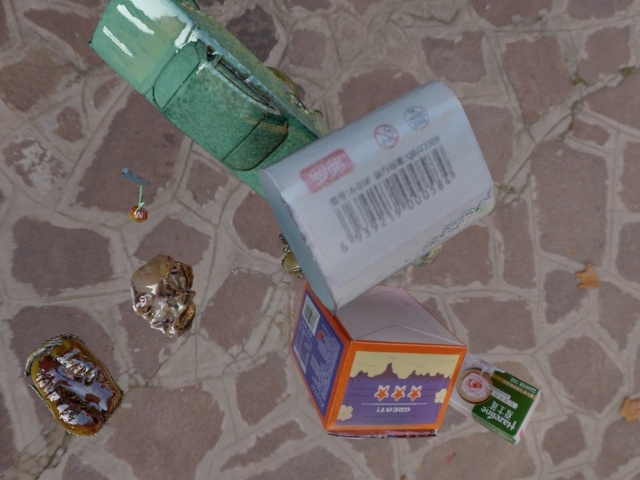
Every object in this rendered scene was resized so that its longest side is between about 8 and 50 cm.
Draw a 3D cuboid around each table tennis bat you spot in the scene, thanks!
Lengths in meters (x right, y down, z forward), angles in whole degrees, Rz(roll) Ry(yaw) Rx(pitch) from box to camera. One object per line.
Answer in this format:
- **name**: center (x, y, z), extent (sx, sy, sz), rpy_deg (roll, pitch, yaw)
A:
- **table tennis bat**: center (-0.671, -0.228, 1.694), extent (0.100, 0.155, 0.019), rpy_deg (16, 79, 6)

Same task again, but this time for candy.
- **candy**: center (-0.604, -0.127, 1.575), extent (0.061, 0.201, 0.060), rpy_deg (12, 55, -18)

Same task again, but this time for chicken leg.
- **chicken leg**: center (0.003, 0.005, 1.006), extent (0.196, 0.125, 0.080), rpy_deg (-27, 136, -7)

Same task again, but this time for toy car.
- **toy car**: center (-0.129, -0.184, 0.599), extent (0.321, 0.097, 0.141), rpy_deg (40, 123, -22)

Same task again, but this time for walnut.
- **walnut**: center (-0.427, 0.138, 1.276), extent (0.141, 0.204, 0.238), rpy_deg (-4, 123, 5)

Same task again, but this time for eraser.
- **eraser**: center (0.068, -0.050, 0.520), extent (0.227, 0.081, 0.174), rpy_deg (-31, 107, -17)

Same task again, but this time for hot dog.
- **hot dog**: center (-0.623, 0.368, 1.202), extent (0.163, 0.082, 0.270), rpy_deg (-38, 92, -35)

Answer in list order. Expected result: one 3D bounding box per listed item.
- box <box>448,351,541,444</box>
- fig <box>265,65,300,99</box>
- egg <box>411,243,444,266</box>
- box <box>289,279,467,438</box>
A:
- **box**: center (0.424, 0.390, 1.175), extent (0.135, 0.199, 0.081), rpy_deg (-51, 140, -19)
- **fig**: center (-0.183, -0.431, 1.360), extent (0.203, 0.235, 0.203), rpy_deg (-12, 64, 26)
- **egg**: center (0.236, -0.018, 1.153), extent (0.141, 0.141, 0.181), rpy_deg (5, 54, -10)
- **box**: center (0.126, 0.291, 1.223), extent (0.319, 0.348, 0.256), rpy_deg (9, 107, -23)
